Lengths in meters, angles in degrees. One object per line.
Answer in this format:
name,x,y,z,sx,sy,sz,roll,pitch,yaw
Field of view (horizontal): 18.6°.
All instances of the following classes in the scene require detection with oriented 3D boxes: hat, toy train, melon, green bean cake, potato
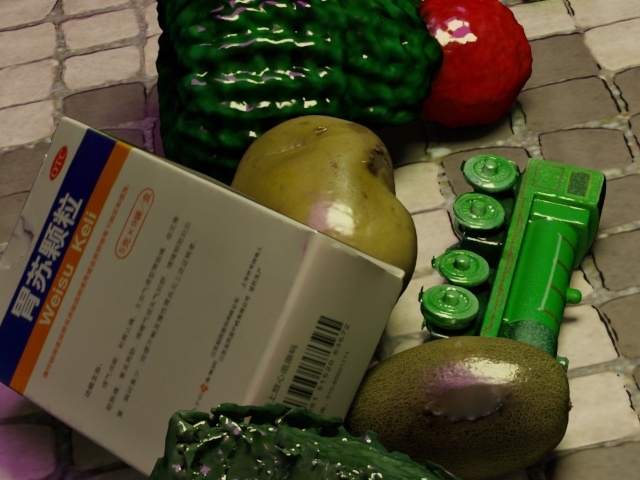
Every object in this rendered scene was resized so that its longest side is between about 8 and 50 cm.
hat,0.024,-0.165,1.678,0.332,0.242,0.274,-3,45,-10
toy train,0.144,0.026,1.486,0.119,0.085,0.251,12,42,7
melon,0.092,0.116,1.346,0.162,0.099,0.099,-6,34,12
green bean cake,0.018,0.180,1.188,0.208,0.107,0.193,26,4,38
potato,-0.004,-0.001,1.499,0.137,0.154,0.200,-3,41,-11

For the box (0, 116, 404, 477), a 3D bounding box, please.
box,-0.106,0.053,1.395,0.299,0.106,0.200,25,92,43
